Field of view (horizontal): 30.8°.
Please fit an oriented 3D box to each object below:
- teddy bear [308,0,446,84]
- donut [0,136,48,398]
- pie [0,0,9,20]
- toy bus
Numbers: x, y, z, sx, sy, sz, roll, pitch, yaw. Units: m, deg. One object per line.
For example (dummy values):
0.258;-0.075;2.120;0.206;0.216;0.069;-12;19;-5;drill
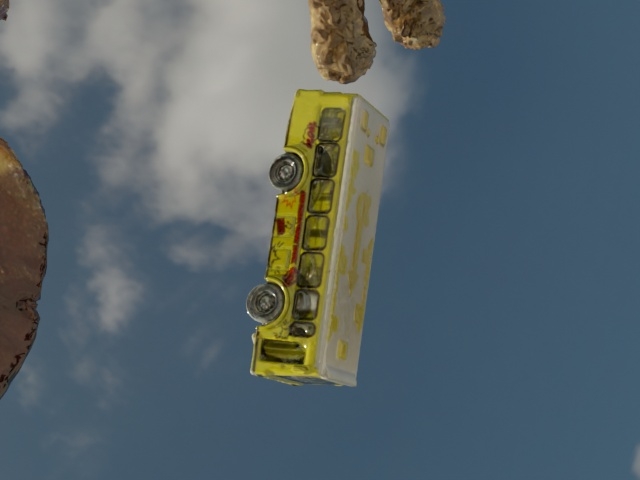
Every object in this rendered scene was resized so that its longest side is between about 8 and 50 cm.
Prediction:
0.087;-0.322;1.259;0.246;0.222;0.296;-29;-63;-23;teddy bear
-0.163;0.012;0.395;0.140;0.059;0.140;11;-112;-29;donut
-0.339;-0.141;0.784;0.308;0.308;0.085;-28;-81;-29;pie
0.000;0.000;0.903;0.081;0.074;0.226;32;-116;-62;toy bus
